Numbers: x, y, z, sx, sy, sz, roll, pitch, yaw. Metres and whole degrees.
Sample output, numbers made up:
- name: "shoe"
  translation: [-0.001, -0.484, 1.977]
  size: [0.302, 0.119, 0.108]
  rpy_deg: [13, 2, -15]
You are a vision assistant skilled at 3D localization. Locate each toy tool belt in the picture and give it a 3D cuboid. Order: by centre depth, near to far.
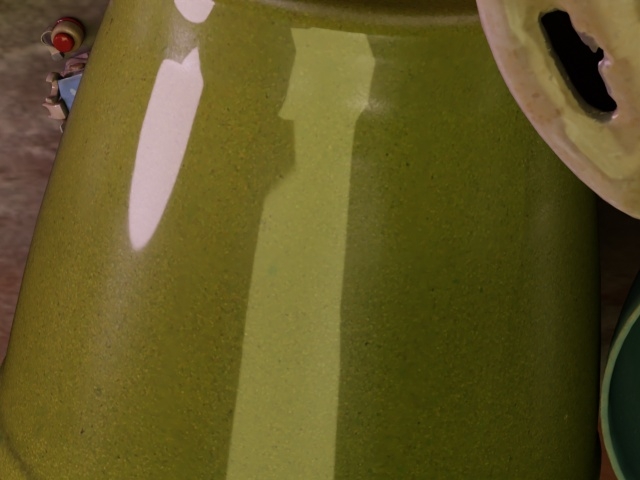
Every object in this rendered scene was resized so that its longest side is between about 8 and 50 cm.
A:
- name: "toy tool belt"
  translation: [-0.144, -0.089, 1.102]
  size: [0.052, 0.051, 0.083]
  rpy_deg: [-14, 123, 23]

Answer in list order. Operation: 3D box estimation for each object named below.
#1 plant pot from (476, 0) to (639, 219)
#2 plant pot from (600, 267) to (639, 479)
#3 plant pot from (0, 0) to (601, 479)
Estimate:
- name: "plant pot"
  translation: [0.191, -0.152, 0.664]
  size: [0.333, 0.305, 0.334]
  rpy_deg: [9, 120, 15]
- name: "plant pot"
  translation: [0.307, 0.038, 0.999]
  size: [0.290, 0.195, 0.290]
  rpy_deg: [7, 128, 9]
- name: "plant pot"
  translation: [0.000, 0.000, 0.975]
  size: [0.366, 0.366, 0.353]
  rpy_deg: [10, 118, 6]
